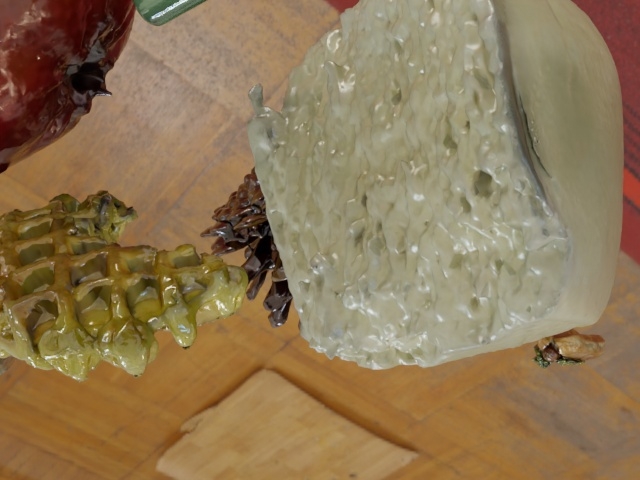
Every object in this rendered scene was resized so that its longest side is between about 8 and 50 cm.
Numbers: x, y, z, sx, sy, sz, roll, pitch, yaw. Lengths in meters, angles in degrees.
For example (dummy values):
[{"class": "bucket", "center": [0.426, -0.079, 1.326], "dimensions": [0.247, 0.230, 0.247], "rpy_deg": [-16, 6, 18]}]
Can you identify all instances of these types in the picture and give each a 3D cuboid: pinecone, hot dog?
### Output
[{"class": "pinecone", "center": [0.009, -0.003, 0.861], "dimensions": [0.264, 0.264, 0.264], "rpy_deg": [2, 131, 3]}, {"class": "hot dog", "center": [0.252, 0.112, 0.750], "dimensions": [0.056, 0.041, 0.133], "rpy_deg": [11, 180, 36]}]

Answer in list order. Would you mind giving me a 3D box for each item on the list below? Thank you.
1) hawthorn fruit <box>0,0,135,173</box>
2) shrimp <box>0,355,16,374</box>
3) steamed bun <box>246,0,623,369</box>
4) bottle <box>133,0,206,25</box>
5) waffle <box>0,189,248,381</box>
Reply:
[{"class": "hawthorn fruit", "center": [-0.278, -0.194, 0.496], "dimensions": [0.307, 0.265, 0.265], "rpy_deg": [30, 128, -1]}, {"class": "shrimp", "center": [-0.427, 0.054, 0.897], "dimensions": [0.198, 0.262, 0.051], "rpy_deg": [36, 124, -10]}, {"class": "steamed bun", "center": [0.114, -0.045, 0.539], "dimensions": [0.274, 0.272, 0.290], "rpy_deg": [-1, 91, -22]}, {"class": "bottle", "center": [-0.074, -0.159, 0.441], "dimensions": [0.083, 0.030, 0.030], "rpy_deg": [-18, 127, 27]}, {"class": "waffle", "center": [-0.139, 0.015, 0.445], "dimensions": [0.194, 0.149, 0.051], "rpy_deg": [17, 124, 34]}]
